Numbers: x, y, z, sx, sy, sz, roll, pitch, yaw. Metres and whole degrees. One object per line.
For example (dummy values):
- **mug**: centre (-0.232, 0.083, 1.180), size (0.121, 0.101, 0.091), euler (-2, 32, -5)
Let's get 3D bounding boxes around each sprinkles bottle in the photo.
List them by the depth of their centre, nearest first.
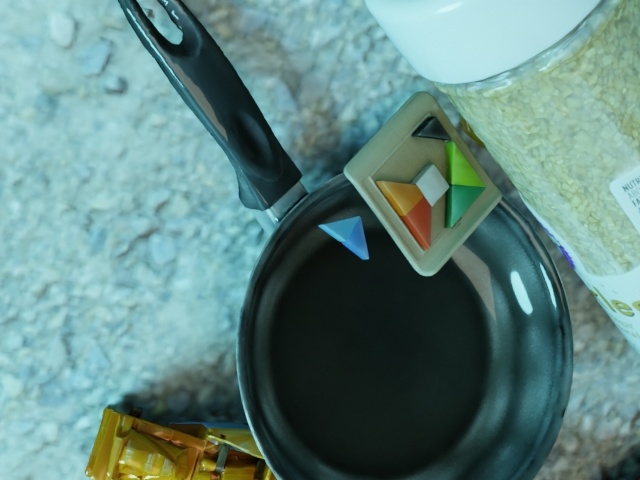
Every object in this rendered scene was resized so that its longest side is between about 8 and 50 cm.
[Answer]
- **sprinkles bottle**: centre (0.164, -0.033, 0.939), size (0.121, 0.121, 0.355), euler (-38, 121, 6)

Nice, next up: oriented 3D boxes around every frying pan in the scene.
- **frying pan**: centre (-0.010, 0.027, 0.932), size (0.326, 0.053, 0.197), euler (30, 74, -21)

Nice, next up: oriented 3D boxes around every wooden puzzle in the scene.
- **wooden puzzle**: centre (0.054, -0.030, 0.939), size (0.078, 0.014, 0.116), euler (45, 66, -20)

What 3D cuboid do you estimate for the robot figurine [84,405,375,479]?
- **robot figurine**: centre (0.001, 0.202, 0.994), size (0.291, 0.085, 0.211), euler (19, 86, -11)

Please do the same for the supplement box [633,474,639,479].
- **supplement box**: centre (0.199, 0.216, 1.070), size (0.239, 0.130, 0.073), euler (-41, 140, 7)
